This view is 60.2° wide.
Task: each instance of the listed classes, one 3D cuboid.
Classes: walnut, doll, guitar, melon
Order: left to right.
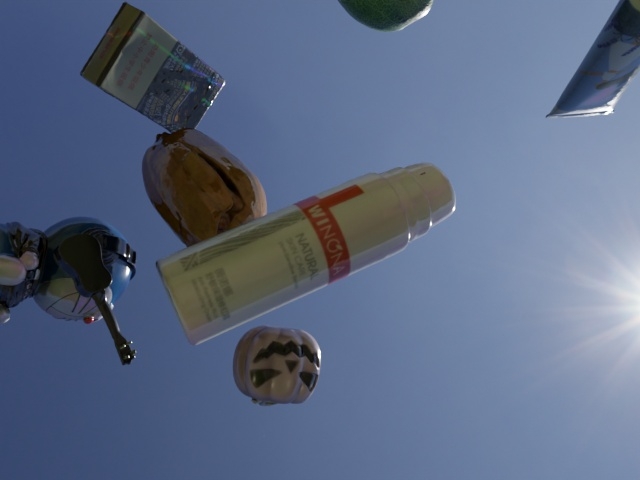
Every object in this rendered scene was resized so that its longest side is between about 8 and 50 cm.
[{"bbox_3d":[-0.563,0.060,1.200,0.309,0.284,0.240,11,-123,-37],"label":"doll"},{"bbox_3d":[-0.420,0.116,1.062,0.083,0.038,0.271,-29,-84,-48],"label":"guitar"},{"bbox_3d":[-0.248,-0.111,1.119,0.209,0.209,0.336,-34,-116,-16],"label":"walnut"},{"bbox_3d":[0.128,-0.523,1.178,0.129,0.265,0.169,-40,-75,-27],"label":"melon"}]

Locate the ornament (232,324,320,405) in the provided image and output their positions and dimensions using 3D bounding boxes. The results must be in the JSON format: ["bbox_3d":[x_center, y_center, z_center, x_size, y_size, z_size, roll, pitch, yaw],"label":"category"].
[{"bbox_3d":[-0.085,0.251,1.084,0.177,0.177,0.178,2,-110,-5],"label":"ornament"}]

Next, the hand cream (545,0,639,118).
[{"bbox_3d":[0.340,-0.212,0.635,0.088,0.256,0.055,-7,-108,3],"label":"hand cream"}]

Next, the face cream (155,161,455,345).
[{"bbox_3d":[0.000,0.000,0.612,0.345,0.102,0.102,-24,-105,-17],"label":"face cream"}]

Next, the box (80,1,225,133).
[{"bbox_3d":[-0.392,-0.395,1.336,0.084,0.310,0.198,33,-88,30],"label":"box"}]
